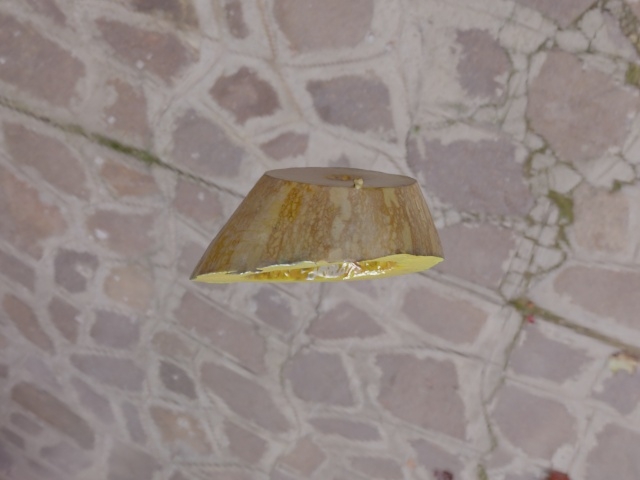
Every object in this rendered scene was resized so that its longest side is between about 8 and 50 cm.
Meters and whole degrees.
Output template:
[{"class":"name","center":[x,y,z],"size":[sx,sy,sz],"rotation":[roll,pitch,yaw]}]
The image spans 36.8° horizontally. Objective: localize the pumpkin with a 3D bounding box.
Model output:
[{"class":"pumpkin","center":[-0.001,-0.016,0.822],"size":[0.217,0.110,0.217],"rotation":[2,176,0]}]
